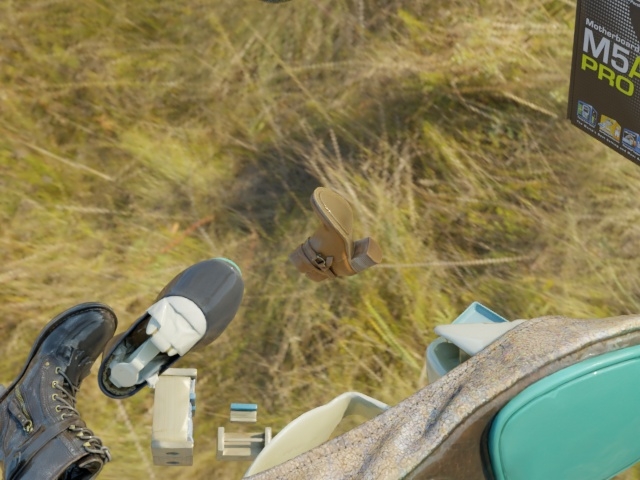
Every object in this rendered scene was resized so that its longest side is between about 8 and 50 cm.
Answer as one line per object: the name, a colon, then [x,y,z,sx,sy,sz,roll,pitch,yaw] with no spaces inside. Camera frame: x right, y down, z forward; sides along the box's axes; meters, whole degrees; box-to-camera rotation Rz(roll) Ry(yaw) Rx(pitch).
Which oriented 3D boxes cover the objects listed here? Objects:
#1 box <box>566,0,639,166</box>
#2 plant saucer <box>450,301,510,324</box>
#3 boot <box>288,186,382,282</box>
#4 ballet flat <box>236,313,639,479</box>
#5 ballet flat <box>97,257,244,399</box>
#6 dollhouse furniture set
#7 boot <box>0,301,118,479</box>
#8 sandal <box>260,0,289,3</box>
box: [0.340,-0.129,0.907,0.060,0.216,0.270,-38,57,-19]
plant saucer: [0.279,0.158,1.510,0.192,0.018,0.067,33,57,30]
boot: [0.000,0.000,1.892,0.152,0.197,0.073,-20,32,34]
ballet flat: [0.062,0.101,0.546,0.316,0.108,0.106,-24,38,-19]
ballet flat: [-0.146,0.091,0.978,0.203,0.074,0.074,-38,58,34]
dollhouse furniture set: [-0.175,0.289,1.683,0.183,0.129,0.129,3,65,-7]
boot: [-0.311,0.217,1.290,0.263,0.091,0.229,-49,39,-8]
sandal: [0.014,-0.396,1.249,0.120,0.086,0.303,35,77,8]
